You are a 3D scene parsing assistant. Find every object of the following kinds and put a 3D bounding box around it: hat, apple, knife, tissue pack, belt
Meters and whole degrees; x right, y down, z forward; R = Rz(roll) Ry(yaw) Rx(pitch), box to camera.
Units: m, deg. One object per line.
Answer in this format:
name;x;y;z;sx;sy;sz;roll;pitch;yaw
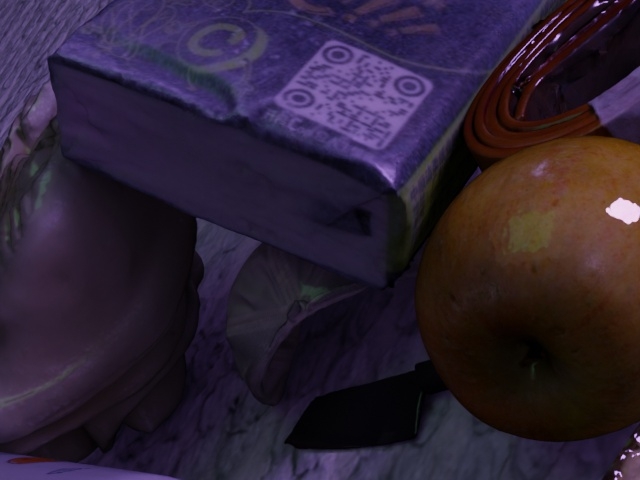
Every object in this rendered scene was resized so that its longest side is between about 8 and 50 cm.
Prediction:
hat;0.000;0.000;1.115;0.219;0.164;0.226;-36;49;17
apple;0.148;0.024;0.824;0.182;0.182;0.155;-20;24;41
knife;0.051;0.118;1.000;0.230;0.028;0.060;-22;47;43
tissue pack;0.020;-0.163;1.096;0.288;0.124;0.394;21;47;18
belt;0.218;-0.109;0.950;0.261;0.105;0.184;-38;26;-10

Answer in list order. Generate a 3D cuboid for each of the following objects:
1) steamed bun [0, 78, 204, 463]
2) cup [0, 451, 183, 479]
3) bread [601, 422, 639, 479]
steamed bun;-0.202;0.044;1.220;0.324;0.219;0.310;-64;22;11
cup;-0.177;0.250;0.925;0.317;0.212;0.212;-6;46;51
bread;0.141;0.158;0.645;0.140;0.160;0.169;-54;26;-16
